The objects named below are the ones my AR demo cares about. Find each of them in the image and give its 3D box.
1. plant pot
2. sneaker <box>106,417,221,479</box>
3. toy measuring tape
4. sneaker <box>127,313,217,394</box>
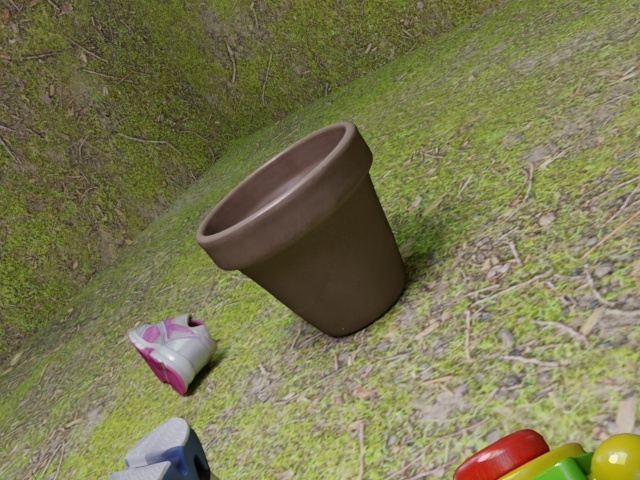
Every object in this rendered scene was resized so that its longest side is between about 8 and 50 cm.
[{"bbox_3d":[0.000,0.000,1.018,0.263,0.229,0.263,-34,18,13],"label":"plant pot"},{"bbox_3d":[-0.133,0.317,0.573,0.127,0.182,0.315,-27,24,49],"label":"sneaker"},{"bbox_3d":[0.106,0.224,0.511,0.330,0.121,0.121,-48,10,31],"label":"toy measuring tape"},{"bbox_3d":[-0.247,0.182,1.270,0.111,0.103,0.252,-40,24,-21],"label":"sneaker"}]
